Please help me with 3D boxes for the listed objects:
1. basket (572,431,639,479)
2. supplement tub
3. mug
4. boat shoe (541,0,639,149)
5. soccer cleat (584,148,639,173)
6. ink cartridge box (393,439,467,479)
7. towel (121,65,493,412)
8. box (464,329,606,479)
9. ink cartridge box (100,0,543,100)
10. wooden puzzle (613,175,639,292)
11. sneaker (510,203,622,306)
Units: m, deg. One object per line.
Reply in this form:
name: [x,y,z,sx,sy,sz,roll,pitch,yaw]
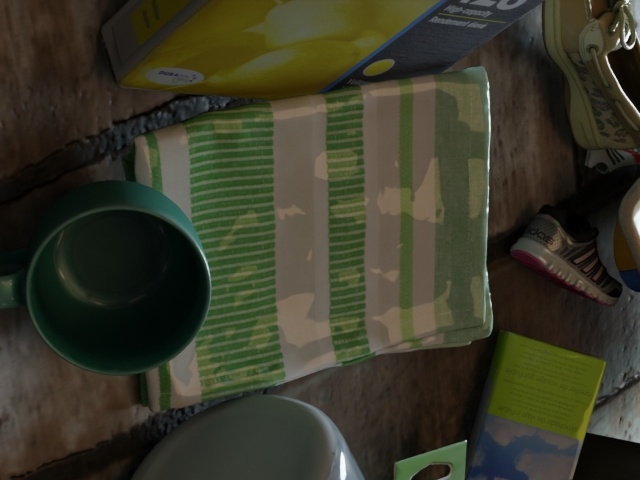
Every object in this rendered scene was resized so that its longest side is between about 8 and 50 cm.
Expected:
basket: [0.324,0.284,1.547,0.204,0.227,0.154,-33,122,-34]
supplement tub: [-0.019,0.297,1.233,0.193,0.193,0.316,-46,129,-27]
mug: [-0.160,0.015,1.077,0.158,0.097,0.129,30,101,-18]
boat shoe: [0.278,-0.193,1.435,0.104,0.089,0.285,-68,151,-27]
soccer cleat: [0.311,-0.087,1.582,0.083,0.029,0.035,11,102,-43]
ink cartridge box: [0.077,0.293,1.421,0.109,0.062,0.209,-7,105,-44]
towel: [0.000,0.000,1.220,0.325,0.038,0.248,-11,110,-25]
box: [0.211,0.190,1.502,0.109,0.042,0.178,16,89,-5]
ink cartridge box: [0.045,-0.201,1.107,0.304,0.307,0.072,2,65,-44]
wooden puzzle: [0.424,0.027,1.633,0.322,0.080,0.348,-43,119,-44]
sneaker: [0.267,0.013,1.536,0.170,0.063,0.075,28,86,-40]
